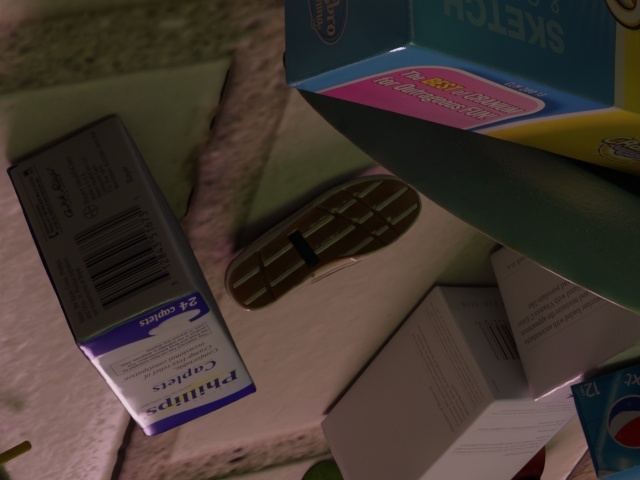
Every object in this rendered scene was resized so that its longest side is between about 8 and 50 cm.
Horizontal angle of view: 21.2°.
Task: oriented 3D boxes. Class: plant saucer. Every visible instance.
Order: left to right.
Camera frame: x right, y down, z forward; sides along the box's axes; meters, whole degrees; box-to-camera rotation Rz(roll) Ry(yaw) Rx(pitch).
[{"bbox_3d":[0.131,-0.041,0.875,0.317,0.317,0.044,10,114,-44],"label":"plant saucer"}]

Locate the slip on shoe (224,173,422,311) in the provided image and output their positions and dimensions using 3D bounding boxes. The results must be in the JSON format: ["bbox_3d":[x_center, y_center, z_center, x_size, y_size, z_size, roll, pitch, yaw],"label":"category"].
[{"bbox_3d":[0.000,0.000,1.087,0.135,0.051,0.041,-34,-171,-1],"label":"slip on shoe"}]

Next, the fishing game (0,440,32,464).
[{"bbox_3d":[-0.285,0.240,1.194,0.189,0.041,0.264,-22,156,-53],"label":"fishing game"}]

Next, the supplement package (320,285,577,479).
[{"bbox_3d":[0.099,0.127,1.284,0.105,0.105,0.179,1,140,-38],"label":"supplement package"}]

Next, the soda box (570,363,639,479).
[{"bbox_3d":[0.239,0.137,1.208,0.071,0.067,0.210,-20,162,15],"label":"soda box"}]

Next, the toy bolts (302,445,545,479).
[{"bbox_3d":[0.111,0.269,1.458,0.228,0.158,0.218,-15,148,-16],"label":"toy bolts"}]

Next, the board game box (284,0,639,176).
[{"bbox_3d":[0.114,-0.156,0.733,0.064,0.242,0.316,-13,164,43],"label":"board game box"}]

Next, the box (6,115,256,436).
[{"bbox_3d":[-0.104,0.024,0.959,0.072,0.126,0.137,-26,149,-1],"label":"box"}]

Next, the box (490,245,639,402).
[{"bbox_3d":[0.251,0.025,1.188,0.182,0.119,0.181,0,156,-35],"label":"box"}]
